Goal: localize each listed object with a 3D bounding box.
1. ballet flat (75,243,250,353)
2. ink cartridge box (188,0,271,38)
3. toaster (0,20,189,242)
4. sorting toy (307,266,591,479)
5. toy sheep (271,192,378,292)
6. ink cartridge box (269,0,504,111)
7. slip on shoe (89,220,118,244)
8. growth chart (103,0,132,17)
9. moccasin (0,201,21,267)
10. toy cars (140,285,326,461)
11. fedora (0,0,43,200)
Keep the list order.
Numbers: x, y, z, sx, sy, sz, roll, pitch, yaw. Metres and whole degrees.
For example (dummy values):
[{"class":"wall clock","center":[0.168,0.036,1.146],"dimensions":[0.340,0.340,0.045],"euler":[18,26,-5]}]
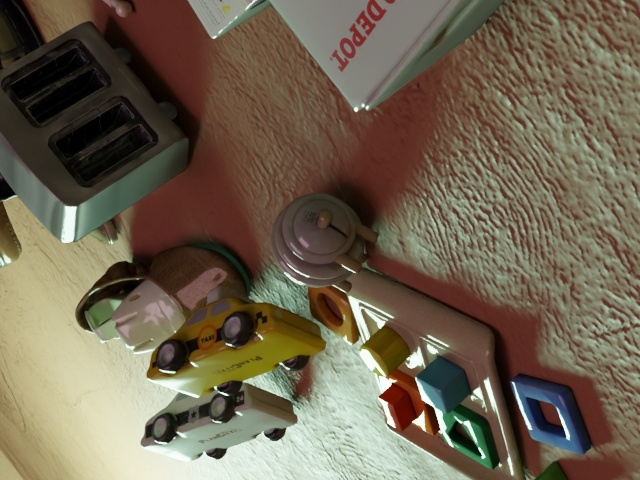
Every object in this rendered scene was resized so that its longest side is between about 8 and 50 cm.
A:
[{"class":"ballet flat","center":[-0.203,0.077,1.457],"dimensions":[0.342,0.124,0.116],"euler":[-3,119,59]},{"class":"ink cartridge box","center":[-0.055,-0.234,0.931],"dimensions":[0.104,0.061,0.181],"euler":[57,153,-5]},{"class":"toaster","center":[-0.247,-0.106,1.255],"dimensions":[0.168,0.186,0.110],"euler":[51,157,9]},{"class":"sorting toy","center":[0.094,0.136,1.130],"dimensions":[0.348,0.047,0.196],"euler":[26,141,44]},{"class":"toy sheep","center":[0.000,0.000,1.088],"dimensions":[0.091,0.091,0.132],"euler":[49,158,11]},{"class":"ink cartridge box","center":[0.011,-0.252,0.739],"dimensions":[0.289,0.121,0.211],"euler":[53,153,4]},{"class":"slip on shoe","center":[-0.311,-0.027,1.602],"dimensions":[0.135,0.041,0.051],"euler":[35,147,33]},{"class":"growth chart","center":[-0.243,-0.332,1.169],"dimensions":[0.172,0.021,0.237],"euler":[35,149,35]},{"class":"moccasin","center":[-0.497,-0.140,1.689],"dimensions":[0.139,0.147,0.380],"euler":[-12,108,46]},{"class":"toy cars","center":[-0.105,0.145,1.379],"dimensions":[0.393,0.176,0.087],"euler":[108,163,-60]},{"class":"fedora","center":[-0.470,-0.171,1.459],"dimensions":[0.334,0.152,0.334],"euler":[12,123,20]}]
